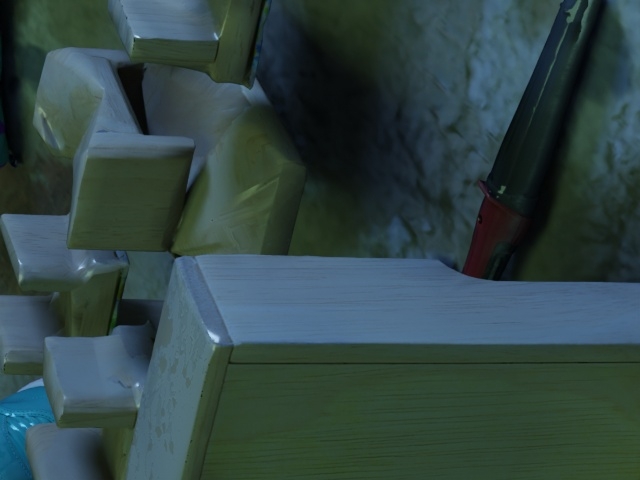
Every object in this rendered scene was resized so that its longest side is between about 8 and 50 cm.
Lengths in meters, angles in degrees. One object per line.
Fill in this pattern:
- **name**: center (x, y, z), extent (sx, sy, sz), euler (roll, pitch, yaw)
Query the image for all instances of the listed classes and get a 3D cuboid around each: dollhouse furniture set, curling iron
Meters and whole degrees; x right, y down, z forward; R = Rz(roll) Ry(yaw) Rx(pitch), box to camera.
- **dollhouse furniture set**: center (0.000, 0.000, 1.018), extent (0.394, 0.256, 0.362), euler (-118, 36, -52)
- **curling iron**: center (0.090, -0.025, 1.043), extent (0.068, 0.035, 0.274), euler (42, 132, 23)

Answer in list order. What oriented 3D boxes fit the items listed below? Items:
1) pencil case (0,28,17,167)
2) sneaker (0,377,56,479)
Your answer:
- **pencil case**: center (-0.244, -0.117, 1.307), extent (0.070, 0.064, 0.151), euler (34, 130, 50)
- **sneaker**: center (-0.285, 0.216, 1.382), extent (0.124, 0.178, 0.295), euler (52, 127, 10)
